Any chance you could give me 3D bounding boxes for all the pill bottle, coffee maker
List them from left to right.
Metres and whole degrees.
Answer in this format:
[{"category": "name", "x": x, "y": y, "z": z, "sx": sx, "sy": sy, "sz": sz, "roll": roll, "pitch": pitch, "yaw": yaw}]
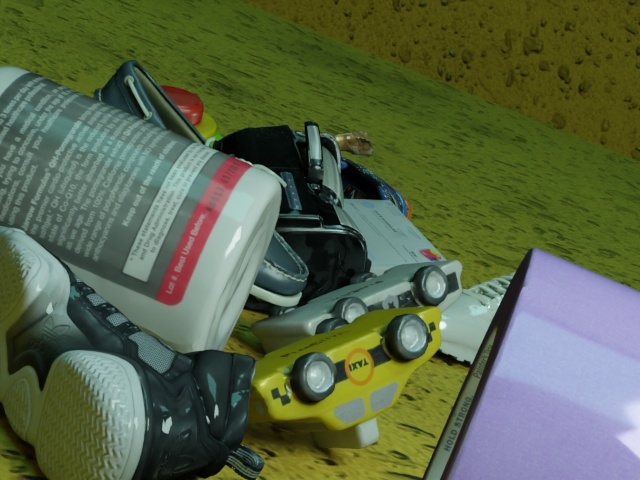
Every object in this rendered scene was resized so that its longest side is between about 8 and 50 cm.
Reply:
[{"category": "pill bottle", "x": -0.205, "y": -0.027, "z": 1.303, "sx": 0.318, "sy": 0.176, "sz": 0.176, "roll": 23, "pitch": 14, "yaw": 5}, {"category": "coffee maker", "x": -0.051, "y": -0.017, "z": 1.588, "sx": 0.171, "sy": 0.120, "sz": 0.178, "roll": -17, "pitch": 32, "yaw": 2}]

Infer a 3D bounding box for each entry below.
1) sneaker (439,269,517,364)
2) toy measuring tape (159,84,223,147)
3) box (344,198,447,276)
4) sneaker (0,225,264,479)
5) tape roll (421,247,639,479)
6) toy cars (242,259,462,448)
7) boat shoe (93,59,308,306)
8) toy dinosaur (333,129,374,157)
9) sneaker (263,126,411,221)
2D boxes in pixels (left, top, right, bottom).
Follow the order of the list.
[{"category": "sneaker", "x": 0.178, "y": 0.072, "z": 1.686, "sx": 0.235, "sy": 0.095, "sz": 0.090, "roll": 6, "pitch": 22, "yaw": -44}, {"category": "toy measuring tape", "x": -0.225, "y": -0.111, "z": 1.763, "sx": 0.330, "sy": 0.121, "sz": 0.121, "roll": 7, "pitch": 17, "yaw": -16}, {"category": "box", "x": 0.021, "y": 0.005, "z": 1.722, "sx": 0.186, "sy": 0.038, "sz": 0.145, "roll": 0, "pitch": 30, "yaw": -30}, {"category": "sneaker", "x": -0.139, "y": 0.085, "z": 1.149, "sx": 0.153, "sy": 0.101, "sz": 0.268, "roll": 12, "pitch": 22, "yaw": -36}, {"category": "tape roll", "x": 0.097, "y": 0.146, "z": 0.894, "sx": 0.090, "sy": 0.275, "sz": 0.275, "roll": 22, "pitch": 14, "yaw": 4}, {"category": "toy cars", "x": 0.024, "y": 0.095, "z": 1.364, "sx": 0.176, "sy": 0.087, "sz": 0.394, "roll": -13, "pitch": 7, "yaw": 11}, {"category": "boat shoe", "x": -0.096, "y": -0.050, "z": 1.437, "sx": 0.254, "sy": 0.079, "sz": 0.095, "roll": 45, "pitch": 15, "yaw": 18}, {"category": "toy dinosaur", "x": -0.040, "y": -0.074, "z": 1.791, "sx": 0.211, "sy": 0.112, "sz": 0.064, "roll": -22, "pitch": 55, "yaw": -38}, {"category": "sneaker", "x": 0.004, "y": -0.077, "z": 1.967, "sx": 0.221, "sy": 0.083, "sz": 0.087, "roll": 23, "pitch": -10, "yaw": 12}]
